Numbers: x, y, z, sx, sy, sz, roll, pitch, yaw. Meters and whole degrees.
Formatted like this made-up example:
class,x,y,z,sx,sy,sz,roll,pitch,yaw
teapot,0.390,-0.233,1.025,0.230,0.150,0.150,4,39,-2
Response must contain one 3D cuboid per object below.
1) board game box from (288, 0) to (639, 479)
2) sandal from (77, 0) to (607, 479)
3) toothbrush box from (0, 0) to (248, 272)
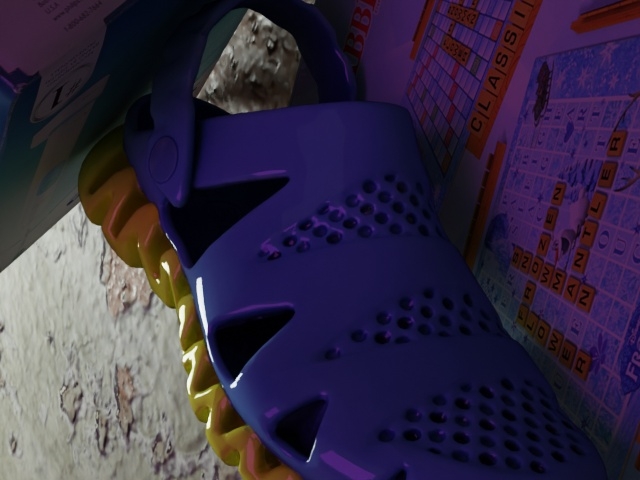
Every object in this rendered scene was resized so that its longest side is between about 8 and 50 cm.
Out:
class,x,y,z,sx,sy,sz,roll,pitch,yaw
board game box,0.101,-0.015,0.498,0.318,0.066,0.319,37,120,42
sandal,0.000,0.000,0.479,0.317,0.126,0.138,46,122,37
toothbrush box,-0.137,-0.113,0.590,0.126,0.216,0.295,43,152,-1
